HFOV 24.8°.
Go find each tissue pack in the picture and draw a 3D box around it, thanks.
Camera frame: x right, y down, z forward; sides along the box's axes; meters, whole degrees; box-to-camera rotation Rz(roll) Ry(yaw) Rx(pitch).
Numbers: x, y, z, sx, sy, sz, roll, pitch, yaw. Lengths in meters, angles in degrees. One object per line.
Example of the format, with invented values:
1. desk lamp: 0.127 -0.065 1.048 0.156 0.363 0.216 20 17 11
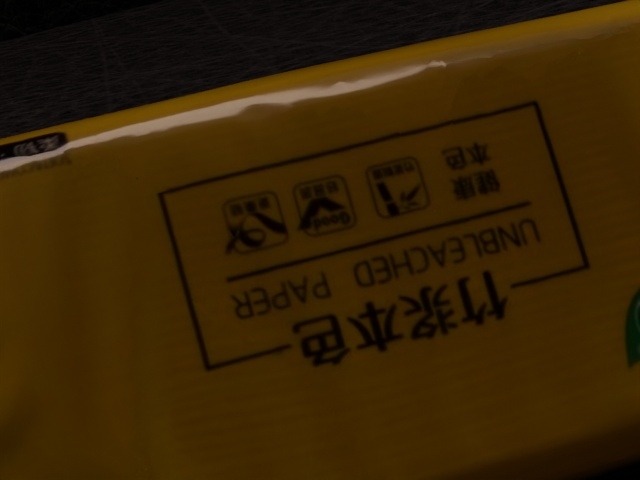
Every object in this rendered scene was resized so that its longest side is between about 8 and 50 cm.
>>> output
1. tissue pack: 0.006 0.040 0.740 0.382 0.228 0.293 -15 -8 -14
